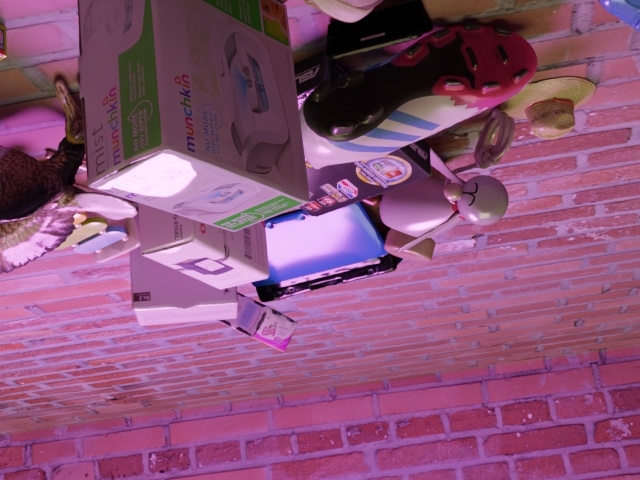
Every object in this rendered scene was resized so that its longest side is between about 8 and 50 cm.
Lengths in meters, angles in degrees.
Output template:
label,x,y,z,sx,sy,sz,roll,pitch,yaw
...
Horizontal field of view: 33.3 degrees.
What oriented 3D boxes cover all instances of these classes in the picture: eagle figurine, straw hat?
label,x,y,z,sx,sy,sz,roll,pitch,yaw
eagle figurine,-0.426,-0.060,1.468,0.225,0.298,0.226,30,159,54
straw hat,0.343,-0.184,1.596,0.144,0.061,0.144,-6,160,-2

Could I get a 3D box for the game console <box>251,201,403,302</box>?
label,x,y,z,sx,sy,sz,roll,pitch,yaw
game console,0.000,0.000,2.064,0.293,0.173,0.250,-14,-170,22

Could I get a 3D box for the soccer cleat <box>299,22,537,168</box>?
label,x,y,z,sx,sy,sz,roll,pitch,yaw
soccer cleat,0.117,-0.184,1.381,0.331,0.116,0.143,-19,162,-15

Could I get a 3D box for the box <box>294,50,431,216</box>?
label,x,y,z,sx,sy,sz,roll,pitch,yaw
box,-0.002,-0.141,1.529,0.216,0.060,0.270,-18,146,31

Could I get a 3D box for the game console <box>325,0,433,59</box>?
label,x,y,z,sx,sy,sz,roll,pitch,yaw
game console,0.076,-0.245,1.327,0.122,0.107,0.071,-12,132,15

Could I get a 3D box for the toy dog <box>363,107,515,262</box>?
label,x,y,z,sx,sy,sz,roll,pitch,yaw
toy dog,0.155,-0.069,1.661,0.161,0.220,0.334,15,152,-14

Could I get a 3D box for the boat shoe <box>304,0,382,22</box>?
label,x,y,z,sx,sy,sz,roll,pitch,yaw
boat shoe,-0.015,-0.302,1.096,0.092,0.103,0.285,-26,157,33

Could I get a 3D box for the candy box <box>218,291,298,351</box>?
label,x,y,z,sx,sy,sz,roll,pitch,yaw
candy box,-0.181,0.135,2.149,0.233,0.071,0.159,23,173,26

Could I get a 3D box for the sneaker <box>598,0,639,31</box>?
label,x,y,z,sx,sy,sz,roll,pitch,yaw
sneaker,0.435,-0.275,1.340,0.209,0.082,0.069,7,158,-31

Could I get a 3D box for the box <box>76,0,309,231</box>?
label,x,y,z,sx,sy,sz,roll,pitch,yaw
box,-0.142,-0.167,1.185,0.126,0.262,0.231,-20,156,32

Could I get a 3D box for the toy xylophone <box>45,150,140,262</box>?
label,x,y,z,sx,sy,sz,roll,pitch,yaw
toy xylophone,-0.420,-0.049,1.702,0.322,0.081,0.236,11,154,-41

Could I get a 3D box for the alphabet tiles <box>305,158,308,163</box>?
label,x,y,z,sx,sy,sz,roll,pitch,yaw
alphabet tiles,-0.134,-0.133,1.480,0.237,0.009,0.198,19,146,-29

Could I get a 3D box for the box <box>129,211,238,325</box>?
label,x,y,z,sx,sy,sz,roll,pitch,yaw
box,-0.240,0.046,1.880,0.180,0.182,0.119,-4,163,-7

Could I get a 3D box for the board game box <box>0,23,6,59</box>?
label,x,y,z,sx,sy,sz,roll,pitch,yaw
board game box,-0.459,-0.237,1.211,0.092,0.043,0.181,-21,156,35

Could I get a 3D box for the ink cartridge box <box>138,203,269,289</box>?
label,x,y,z,sx,sy,sz,roll,pitch,yaw
ink cartridge box,-0.181,-0.038,1.673,0.100,0.172,0.237,-14,159,21
